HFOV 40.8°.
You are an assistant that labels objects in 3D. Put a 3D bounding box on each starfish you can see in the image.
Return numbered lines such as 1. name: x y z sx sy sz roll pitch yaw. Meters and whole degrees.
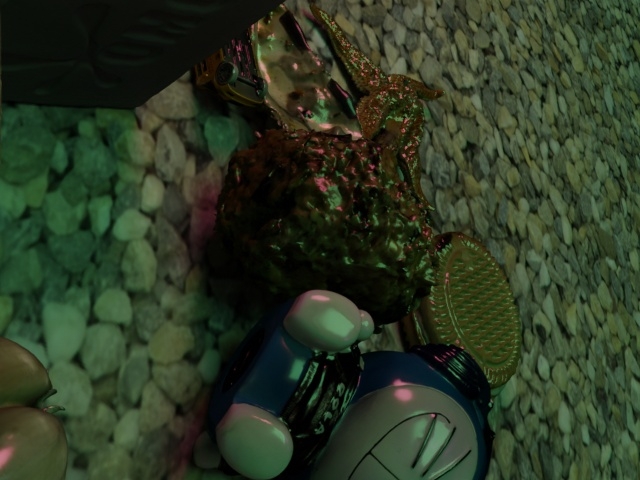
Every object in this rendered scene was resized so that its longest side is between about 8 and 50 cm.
1. starfish: 0.096 -0.192 1.311 0.301 0.084 0.293 33 47 -39

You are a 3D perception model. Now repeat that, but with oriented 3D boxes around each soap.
1. soap: -0.215 -0.236 0.816 0.285 0.296 0.107 -5 74 -48

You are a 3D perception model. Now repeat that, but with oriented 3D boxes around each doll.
1. doll: 0.040 0.210 0.921 0.310 0.240 0.284 35 86 -13

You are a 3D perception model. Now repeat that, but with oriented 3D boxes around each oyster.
1. oyster: -0.038 -0.216 1.149 0.128 0.078 0.345 -14 67 -26

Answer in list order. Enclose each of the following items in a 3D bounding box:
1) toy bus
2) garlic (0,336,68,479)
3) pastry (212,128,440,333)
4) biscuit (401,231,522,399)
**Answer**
1. toy bus: -0.124 -0.240 1.094 0.069 0.074 0.162 15 57 -52
2. garlic: -0.300 0.183 0.645 0.292 0.210 0.237 1 36 -44
3. pastry: 0.000 0.000 0.966 0.275 0.275 0.193 51 45 -17
4. biscuit: 0.214 0.114 1.280 0.259 0.079 0.259 25 53 -38
